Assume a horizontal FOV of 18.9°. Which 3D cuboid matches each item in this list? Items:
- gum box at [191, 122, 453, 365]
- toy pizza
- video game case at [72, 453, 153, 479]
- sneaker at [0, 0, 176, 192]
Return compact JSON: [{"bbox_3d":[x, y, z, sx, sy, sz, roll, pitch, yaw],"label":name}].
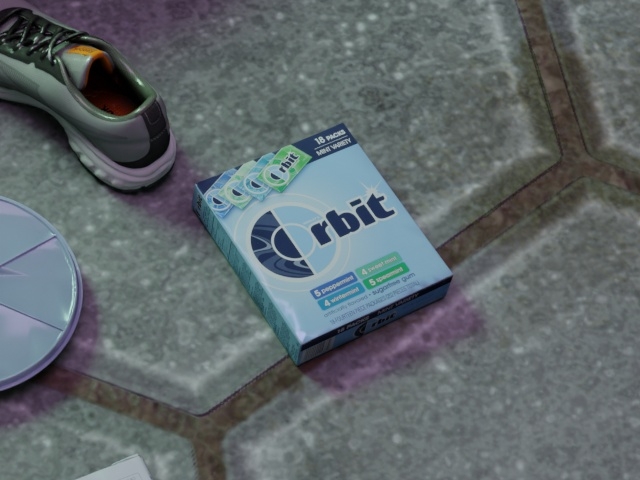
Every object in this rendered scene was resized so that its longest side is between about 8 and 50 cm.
[{"bbox_3d":[0.000,0.000,1.685,0.157,0.041,0.184,-24,64,-23],"label":"gum box"},{"bbox_3d":[-0.300,0.046,1.612,0.201,0.032,0.201,5,57,-7],"label":"toy pizza"},{"bbox_3d":[-0.194,0.321,1.427,0.244,0.061,0.269,-18,61,-21],"label":"video game case"},{"bbox_3d":[-0.235,-0.160,1.715,0.271,0.108,0.100,35,60,16],"label":"sneaker"}]
